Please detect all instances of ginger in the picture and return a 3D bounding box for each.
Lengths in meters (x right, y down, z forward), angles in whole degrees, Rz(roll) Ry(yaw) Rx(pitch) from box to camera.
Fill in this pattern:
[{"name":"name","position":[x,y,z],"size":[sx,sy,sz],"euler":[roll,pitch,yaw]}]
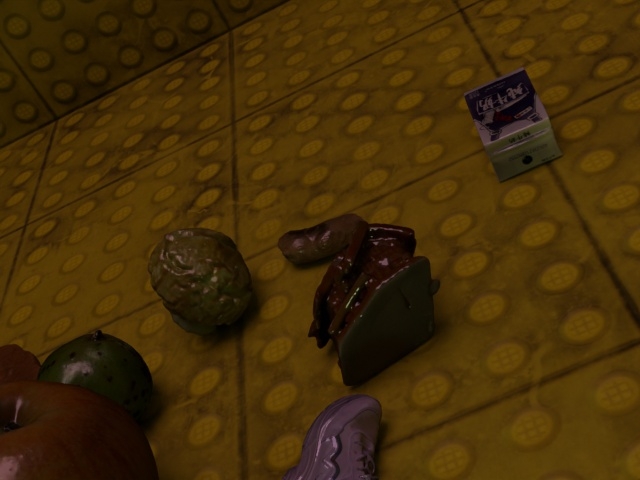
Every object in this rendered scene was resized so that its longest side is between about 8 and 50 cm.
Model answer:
[{"name":"ginger","position":[0.000,-0.002,1.960],"size":[0.190,0.069,0.095],"euler":[-17,39,20]}]

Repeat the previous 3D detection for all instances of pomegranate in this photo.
[{"name":"pomegranate","position":[-0.418,0.292,1.817],"size":[0.211,0.211,0.263],"euler":[16,99,50]}]

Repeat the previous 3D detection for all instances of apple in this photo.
[{"name":"apple","position":[-0.458,0.396,1.518],"size":[0.400,0.333,0.400],"euler":[-22,20,9]}]

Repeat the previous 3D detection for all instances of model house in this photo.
[{"name":"model house","position":[0.073,0.087,1.671],"size":[0.219,0.199,0.229],"euler":[-24,34,-12]}]

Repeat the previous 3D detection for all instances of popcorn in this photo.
[{"name":"popcorn","position":[-0.236,0.072,1.928],"size":[0.183,0.204,0.221],"euler":[-49,47,19]}]

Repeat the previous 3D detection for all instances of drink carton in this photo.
[{"name":"drink carton","position":[0.375,-0.228,1.933],"size":[0.134,0.102,0.222],"euler":[-21,35,11]}]

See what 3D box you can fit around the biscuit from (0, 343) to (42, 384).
[{"name":"biscuit","position":[-0.749,0.368,2.083],"size":[0.385,0.062,0.365],"euler":[12,49,48]}]

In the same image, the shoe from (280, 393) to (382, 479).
[{"name":"shoe","position":[0.038,0.336,1.448],"size":[0.137,0.095,0.245],"euler":[10,54,42]}]
